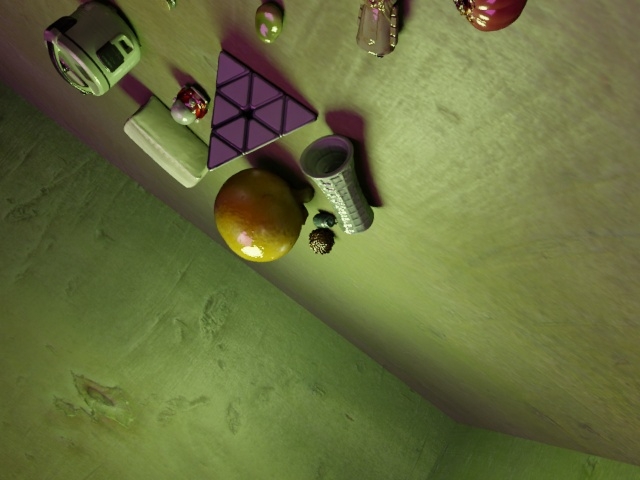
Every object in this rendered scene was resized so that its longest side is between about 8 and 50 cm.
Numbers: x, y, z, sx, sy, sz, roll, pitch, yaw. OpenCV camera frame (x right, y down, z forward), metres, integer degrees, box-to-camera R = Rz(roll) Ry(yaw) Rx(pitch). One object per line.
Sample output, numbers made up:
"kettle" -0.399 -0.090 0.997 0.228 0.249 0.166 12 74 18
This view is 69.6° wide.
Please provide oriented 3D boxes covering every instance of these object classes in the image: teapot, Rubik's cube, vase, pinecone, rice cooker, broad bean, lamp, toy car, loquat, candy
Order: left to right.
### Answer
"rice cooker" -0.686 -0.573 1.388 0.226 0.244 0.226 36 162 14
"candy" -0.589 -0.380 1.823 0.358 0.145 0.208 44 159 -20
"toy car" -0.425 -0.425 1.474 0.112 0.112 0.139 44 161 -19
"Rubik's cube" -0.181 -0.321 1.237 0.228 0.233 0.229 6 -137 -32
"loquat" -0.187 -0.094 1.575 0.359 0.328 0.328 -22 133 16
"broad bean" -0.107 -0.452 0.956 0.063 0.045 0.083 34 153 5
"pinecone" 0.000 -0.003 1.763 0.109 0.102 0.102 57 180 43
"teapot" 0.015 -0.065 1.638 0.083 0.049 0.063 14 151 48
"vase" 0.061 -0.136 1.267 0.143 0.143 0.299 24 160 33
"lamp" 0.220 -0.326 0.594 0.107 0.092 0.108 -25 -90 -87

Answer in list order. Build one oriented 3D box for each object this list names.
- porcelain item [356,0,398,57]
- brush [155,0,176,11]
"porcelain item" 0.095 -0.393 0.722 0.084 0.054 0.213 30 159 14
"brush" -0.401 -0.645 1.043 0.062 0.027 0.266 28 159 23
